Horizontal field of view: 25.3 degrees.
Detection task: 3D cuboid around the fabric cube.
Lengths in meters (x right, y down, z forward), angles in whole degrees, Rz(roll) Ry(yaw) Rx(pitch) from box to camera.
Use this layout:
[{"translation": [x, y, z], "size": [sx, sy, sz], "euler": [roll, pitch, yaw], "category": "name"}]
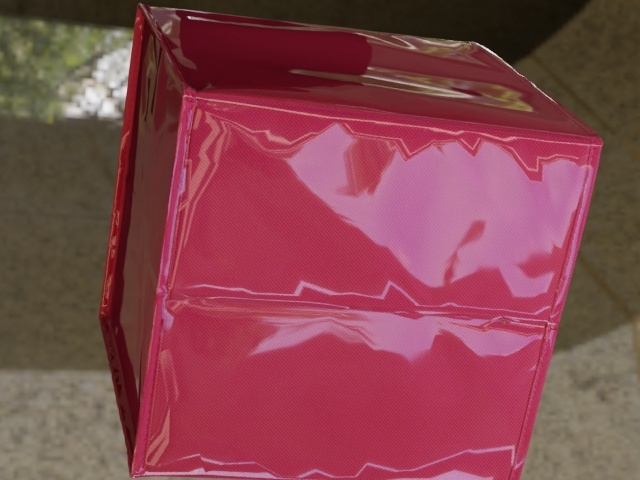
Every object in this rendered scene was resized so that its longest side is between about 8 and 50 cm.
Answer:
[{"translation": [0.000, 0.000, 0.966], "size": [0.254, 0.258, 0.259], "euler": [-122, -141, -64], "category": "fabric cube"}]
